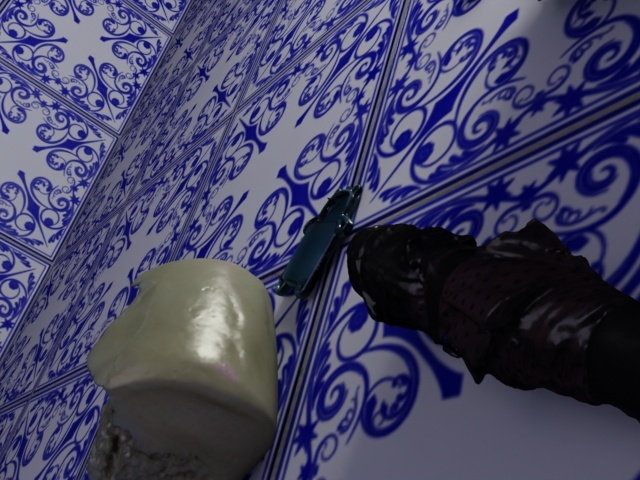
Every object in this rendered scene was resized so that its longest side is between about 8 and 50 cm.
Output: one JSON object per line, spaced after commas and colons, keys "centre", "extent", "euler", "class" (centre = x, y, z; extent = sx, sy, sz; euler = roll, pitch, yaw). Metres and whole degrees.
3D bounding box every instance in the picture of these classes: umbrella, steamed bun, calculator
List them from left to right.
{"centre": [-0.142, 0.127, 0.724], "extent": [0.200, 0.170, 0.225], "euler": [-49, 23, 26], "class": "steamed bun"}
{"centre": [0.000, 0.000, 0.798], "extent": [0.094, 0.019, 0.141], "euler": [1, 59, 61], "class": "calculator"}
{"centre": [0.107, 0.042, 0.464], "extent": [0.094, 0.090, 0.326], "euler": [-38, 21, -12], "class": "umbrella"}
